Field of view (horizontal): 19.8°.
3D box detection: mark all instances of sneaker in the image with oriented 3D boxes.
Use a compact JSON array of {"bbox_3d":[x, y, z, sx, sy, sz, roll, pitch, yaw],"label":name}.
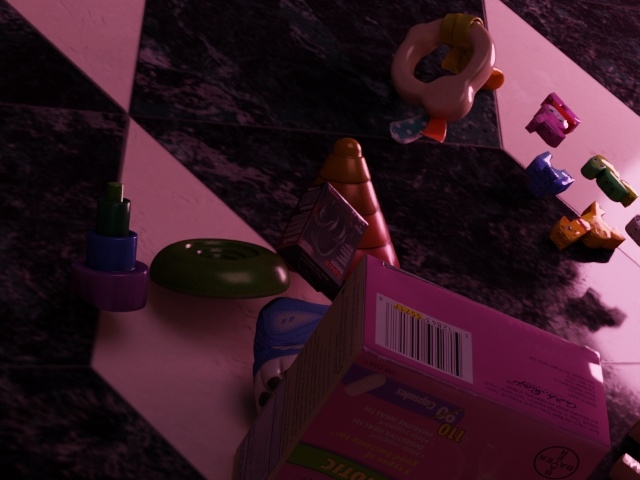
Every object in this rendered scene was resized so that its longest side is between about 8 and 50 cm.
[{"bbox_3d":[0.090,0.108,1.644,0.330,0.130,0.147,13,41,-26],"label":"sneaker"}]

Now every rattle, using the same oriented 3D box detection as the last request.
[{"bbox_3d":[0.147,-0.151,2.105,0.130,0.143,0.200,-2,54,6],"label":"rattle"}]

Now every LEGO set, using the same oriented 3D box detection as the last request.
[{"bbox_3d":[0.286,-0.045,2.037,0.227,0.087,0.093,50,40,14],"label":"LEGO set"}]

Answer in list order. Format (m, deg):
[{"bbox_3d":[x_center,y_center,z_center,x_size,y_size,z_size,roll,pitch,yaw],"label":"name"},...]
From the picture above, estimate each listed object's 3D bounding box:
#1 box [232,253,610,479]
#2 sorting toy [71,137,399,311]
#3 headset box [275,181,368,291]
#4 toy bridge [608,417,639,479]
[{"bbox_3d":[0.072,0.167,1.451,0.213,0.243,0.117,23,35,-14],"label":"box"},{"bbox_3d":[-0.068,-0.023,1.648,0.365,0.126,0.127,-8,19,-44],"label":"sorting toy"},{"bbox_3d":[0.000,0.000,1.631,0.062,0.032,0.083,46,50,-27],"label":"headset box"},{"bbox_3d":[0.306,0.232,1.749,0.063,0.026,0.188,38,34,4],"label":"toy bridge"}]
